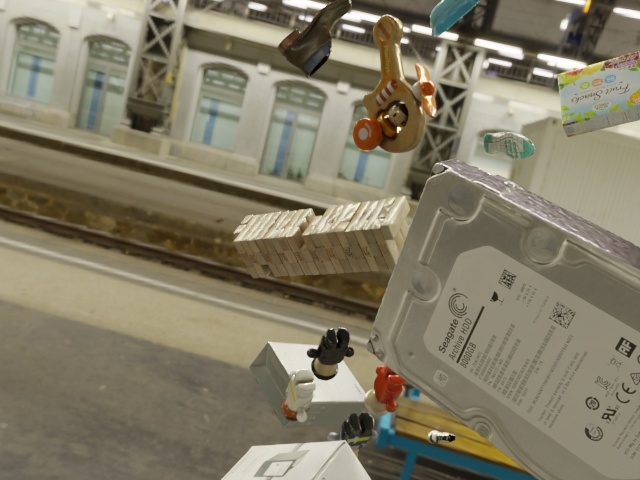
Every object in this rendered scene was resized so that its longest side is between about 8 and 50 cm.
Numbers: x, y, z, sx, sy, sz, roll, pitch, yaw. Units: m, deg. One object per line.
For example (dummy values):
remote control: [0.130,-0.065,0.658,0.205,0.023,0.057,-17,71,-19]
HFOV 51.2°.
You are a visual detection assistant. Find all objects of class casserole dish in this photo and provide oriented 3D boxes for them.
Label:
casserole dish: [0.342,-0.594,1.686,0.037,0.188,0.114,49,1,13]

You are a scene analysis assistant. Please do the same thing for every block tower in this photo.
block tower: [0.000,0.000,1.194,0.335,0.097,0.091,-6,34,33]

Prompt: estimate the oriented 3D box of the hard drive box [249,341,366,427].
hard drive box: [-0.022,0.334,1.554,0.232,0.089,0.181,14,31,-46]

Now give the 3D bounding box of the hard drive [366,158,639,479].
hard drive: [0.215,0.098,0.626,0.339,0.237,0.064,35,31,30]

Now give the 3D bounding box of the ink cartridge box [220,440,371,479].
ink cartridge box: [-0.022,0.451,1.114,0.272,0.198,0.114,-23,13,48]

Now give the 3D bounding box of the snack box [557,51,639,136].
snack box: [0.736,-0.379,1.744,0.207,0.175,0.070,-11,-32,31]

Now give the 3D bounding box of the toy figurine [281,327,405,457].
toy figurine: [0.040,0.306,1.322,0.213,0.148,0.209,31,47,11]

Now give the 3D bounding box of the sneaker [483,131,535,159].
sneaker: [0.465,-0.236,1.600,0.076,0.065,0.166,-14,22,-19]

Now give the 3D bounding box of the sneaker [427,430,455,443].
sneaker: [0.316,0.511,1.739,0.083,0.032,0.037,7,-14,-36]

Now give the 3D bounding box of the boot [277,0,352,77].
boot: [0.011,-0.496,1.639,0.106,0.219,0.082,52,0,3]

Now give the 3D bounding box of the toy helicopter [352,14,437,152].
toy helicopter: [0.199,-0.404,1.715,0.140,0.355,0.234,-6,0,-42]
